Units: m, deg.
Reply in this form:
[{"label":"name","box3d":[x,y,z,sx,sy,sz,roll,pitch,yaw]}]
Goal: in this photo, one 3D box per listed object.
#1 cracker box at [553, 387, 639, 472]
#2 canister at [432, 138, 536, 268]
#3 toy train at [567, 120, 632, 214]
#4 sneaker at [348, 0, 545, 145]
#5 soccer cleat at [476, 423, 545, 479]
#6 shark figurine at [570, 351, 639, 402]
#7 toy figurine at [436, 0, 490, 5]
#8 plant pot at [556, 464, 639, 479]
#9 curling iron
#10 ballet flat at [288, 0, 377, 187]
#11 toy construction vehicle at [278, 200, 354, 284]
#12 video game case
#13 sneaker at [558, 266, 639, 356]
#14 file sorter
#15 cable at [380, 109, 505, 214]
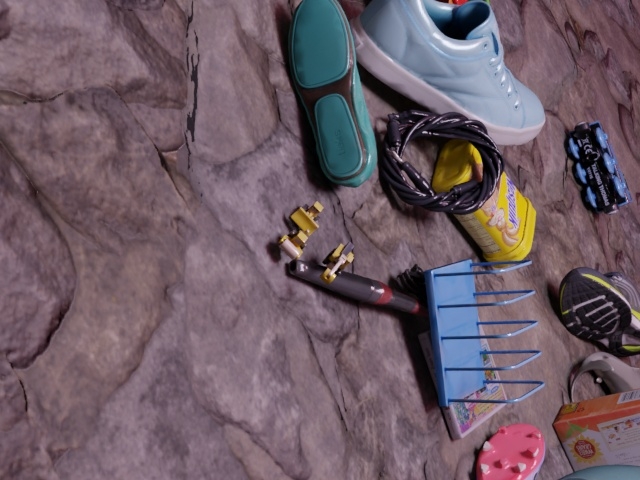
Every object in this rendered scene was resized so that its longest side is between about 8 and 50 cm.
[{"label":"cracker box","box3d":[0.473,0.346,1.574,0.067,0.155,0.232,-39,107,-55]},{"label":"canister","box3d":[0.240,-0.060,1.526,0.170,0.073,0.126,48,40,-27]},{"label":"toy train","box3d":[0.526,-0.137,1.966,0.105,0.080,0.184,-7,77,-65]},{"label":"sneaker","box3d":[0.214,-0.246,1.448,0.366,0.150,0.135,18,45,-36]},{"label":"soccer cleat","box3d":[0.236,0.334,1.331,0.248,0.083,0.095,-58,145,-53]},{"label":"shark figurine","box3d":[0.510,0.228,1.728,0.278,0.116,0.166,43,41,-37]},{"label":"toy figurine","box3d":[0.148,-0.358,1.505,0.159,0.130,0.173,9,86,-42]},{"label":"plant pot","box3d":[0.390,0.420,1.325,0.235,0.293,0.293,24,53,-28]},{"label":"curling iron","box3d":[0.057,0.053,1.251,0.274,0.035,0.068,10,44,-47]},{"label":"ballet flat","box3d":[0.015,-0.178,1.281,0.087,0.083,0.247,37,40,-74]},{"label":"toy construction vehicle","box3d":[0.000,0.000,1.164,0.086,0.035,0.098,47,31,-2]},{"label":"video game case","box3d":[0.192,0.174,1.389,0.157,0.019,0.143,-17,88,-57]},{"label":"sneaker","box3d":[0.483,0.105,1.775,0.300,0.111,0.121,34,36,-47]},{"label":"file sorter","box3d":[0.210,0.112,1.305,0.118,0.104,0.170,-11,95,-57]},{"label":"cable","box3d":[0.171,-0.105,1.404,0.184,0.047,0.151,9,60,-20]}]
